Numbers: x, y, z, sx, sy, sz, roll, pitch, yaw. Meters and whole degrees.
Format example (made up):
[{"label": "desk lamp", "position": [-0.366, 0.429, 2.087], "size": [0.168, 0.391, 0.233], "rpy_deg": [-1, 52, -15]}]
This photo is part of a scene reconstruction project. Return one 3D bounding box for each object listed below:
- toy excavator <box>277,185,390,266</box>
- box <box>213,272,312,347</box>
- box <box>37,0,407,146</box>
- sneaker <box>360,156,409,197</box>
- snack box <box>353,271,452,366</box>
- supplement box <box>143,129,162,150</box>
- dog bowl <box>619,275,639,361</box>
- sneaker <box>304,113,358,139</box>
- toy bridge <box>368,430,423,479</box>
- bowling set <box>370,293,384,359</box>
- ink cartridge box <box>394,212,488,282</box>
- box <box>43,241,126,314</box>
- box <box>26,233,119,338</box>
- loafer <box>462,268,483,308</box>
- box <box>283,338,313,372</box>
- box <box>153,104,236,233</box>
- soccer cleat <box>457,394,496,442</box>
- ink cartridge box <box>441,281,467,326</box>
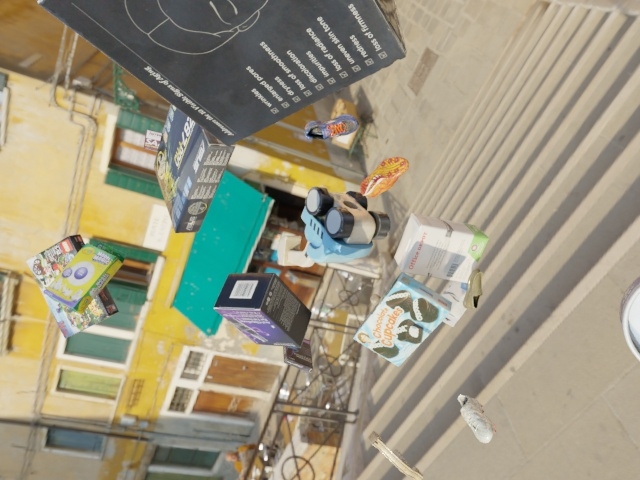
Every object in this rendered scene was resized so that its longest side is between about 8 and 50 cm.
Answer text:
[{"label": "toy excavator", "position": [0.000, 0.000, 1.831], "size": [0.433, 0.222, 0.445], "rpy_deg": [50, 126, 43]}, {"label": "box", "position": [-0.142, 0.180, 1.222], "size": [0.153, 0.207, 0.108], "rpy_deg": [-4, 51, 32]}, {"label": "box", "position": [-0.159, -0.492, 0.917], "size": [0.472, 0.480, 0.297], "rpy_deg": [-20, 58, 26]}, {"label": "sneaker", "position": [0.180, -0.173, 1.292], "size": [0.175, 0.067, 0.064], "rpy_deg": [-32, 61, 49]}, {"label": "snack box", "position": [0.261, 0.265, 1.559], "size": [0.322, 0.187, 0.060], "rpy_deg": [-61, -4, 39]}, {"label": "supplement box", "position": [-0.562, -0.363, 1.811], "size": [0.239, 0.130, 0.073], "rpy_deg": [-75, -3, -84]}, {"label": "dog bowl", "position": [0.832, 0.183, 1.076], "size": [0.104, 0.265, 0.264], "rpy_deg": [-12, -54, -63]}, {"label": "sneaker", "position": [0.038, -0.416, 1.801], "size": [0.087, 0.221, 0.083], "rpy_deg": [-65, -38, -54]}, {"label": "toy bridge", "position": [0.194, 0.541, 1.166], "size": [0.026, 0.188, 0.063], "rpy_deg": [-46, 18, -4]}, {"label": "bowling set", "position": [0.326, 0.359, 2.043], "size": [0.200, 0.154, 0.287], "rpy_deg": [-15, 48, 29]}, {"label": "ink cartridge box", "position": [0.435, 0.029, 1.735], "size": [0.114, 0.273, 0.198], "rpy_deg": [-107, 30, -61]}, {"label": "box", "position": [-0.571, 0.082, 1.168], "size": [0.179, 0.105, 0.043], "rpy_deg": [-59, -22, -28]}, {"label": "box", "position": [-0.654, 0.121, 1.256], "size": [0.159, 0.233, 0.044], "rpy_deg": [-26, 1, 16]}, {"label": "loafer", "position": [0.541, 0.172, 1.656], "size": [0.050, 0.056, 0.147], "rpy_deg": [23, 108, 49]}, {"label": "box", "position": [-0.088, 0.428, 1.836], "size": [0.029, 0.116, 0.162], "rpy_deg": [-55, 22, 23]}, {"label": "box", "position": [-0.413, -0.264, 1.508], "size": [0.395, 0.097, 0.318], "rpy_deg": [-54, 53, 41]}, {"label": "soccer cleat", "position": [0.446, 0.516, 1.380], "size": [0.068, 0.076, 0.196], "rpy_deg": [-62, 1, 10]}, {"label": "ink cartridge box", "position": [0.539, 0.245, 1.918], "size": [0.180, 0.060, 0.104], "rpy_deg": [-53, 26, -5]}]
